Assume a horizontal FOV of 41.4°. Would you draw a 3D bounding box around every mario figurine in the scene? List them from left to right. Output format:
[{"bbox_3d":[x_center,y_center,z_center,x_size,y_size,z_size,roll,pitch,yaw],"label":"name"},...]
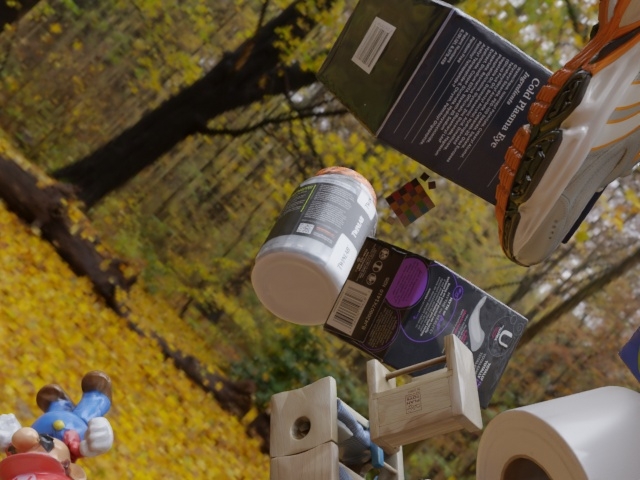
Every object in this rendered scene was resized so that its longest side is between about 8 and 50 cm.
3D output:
[{"bbox_3d":[-0.416,0.293,1.301,0.170,0.198,0.320,33,15,-13],"label":"mario figurine"}]

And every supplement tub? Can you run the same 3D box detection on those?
[{"bbox_3d":[0.000,0.000,1.681,0.193,0.316,0.194,12,-48,13],"label":"supplement tub"}]

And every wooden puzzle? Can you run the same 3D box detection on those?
[{"bbox_3d":[0.119,-0.050,1.113,0.049,0.083,0.006,53,6,-21],"label":"wooden puzzle"}]

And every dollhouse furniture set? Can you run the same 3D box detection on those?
[{"bbox_3d":[0.066,0.190,0.726,0.129,0.183,0.129,44,34,-41],"label":"dollhouse furniture set"}]

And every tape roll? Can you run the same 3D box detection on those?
[{"bbox_3d":[0.338,0.323,1.088,0.246,0.169,0.246,173,-90,-66],"label":"tape roll"}]

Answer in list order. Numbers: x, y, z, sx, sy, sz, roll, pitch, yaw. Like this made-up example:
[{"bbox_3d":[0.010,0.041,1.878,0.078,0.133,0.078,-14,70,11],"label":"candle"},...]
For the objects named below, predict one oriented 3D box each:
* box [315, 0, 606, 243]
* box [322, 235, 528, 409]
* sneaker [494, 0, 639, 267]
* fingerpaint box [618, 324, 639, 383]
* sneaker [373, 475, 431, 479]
[{"bbox_3d":[0.197,-0.189,1.160,0.312,0.179,0.343,25,15,-21],"label":"box"},{"bbox_3d":[0.164,0.128,1.287,0.270,0.165,0.143,30,-5,-40],"label":"box"},{"bbox_3d":[0.210,-0.085,0.536,0.121,0.262,0.099,25,20,-6],"label":"sneaker"},{"bbox_3d":[0.608,0.124,0.988,0.371,0.163,0.445,60,-32,38],"label":"fingerpaint box"},{"bbox_3d":[0.181,0.384,1.213,0.237,0.086,0.085,9,-49,-1],"label":"sneaker"}]
